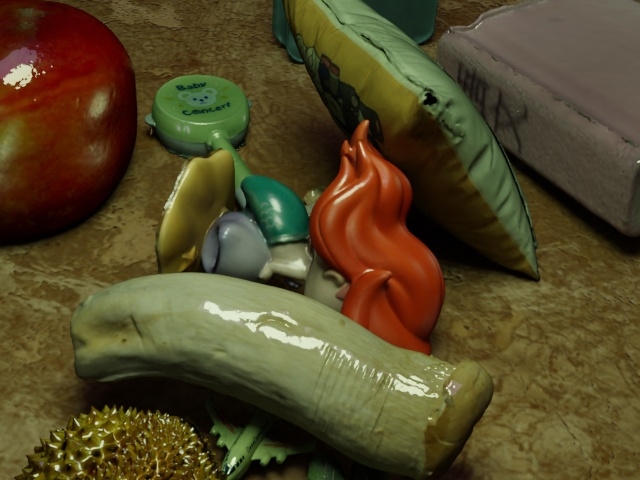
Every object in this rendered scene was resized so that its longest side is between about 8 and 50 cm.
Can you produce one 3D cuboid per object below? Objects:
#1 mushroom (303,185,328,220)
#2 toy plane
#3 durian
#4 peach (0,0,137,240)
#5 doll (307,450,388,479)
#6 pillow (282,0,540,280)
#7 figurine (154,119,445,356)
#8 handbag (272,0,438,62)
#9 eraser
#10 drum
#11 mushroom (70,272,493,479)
[{"bbox_3d":[0.010,-0.044,1.136,0.101,0.019,0.049,-26,49,-34],"label":"mushroom"},{"bbox_3d":[-0.058,0.168,0.861,0.102,0.040,0.111,17,42,14],"label":"toy plane"},{"bbox_3d":[-0.146,0.197,0.749,0.158,0.137,0.168,40,56,6],"label":"durian"},{"bbox_3d":[-0.305,-0.141,1.086,0.248,0.245,0.274,47,35,-1],"label":"peach"},{"bbox_3d":[0.025,0.215,0.799,0.115,0.078,0.150,10,28,-13],"label":"doll"},{"bbox_3d":[0.091,-0.125,1.065,0.119,0.312,0.310,-43,49,1],"label":"pillow"},{"bbox_3d":[-0.003,0.004,0.945,0.257,0.181,0.208,17,62,11],"label":"figurine"},{"bbox_3d":[0.051,-0.338,1.367,0.229,0.179,0.062,-14,45,-20],"label":"handbag"},{"bbox_3d":[0.348,-0.171,1.224,0.272,0.122,0.359,-20,41,-23],"label":"eraser"},{"bbox_3d":[-0.099,-0.112,1.178,0.130,0.049,0.253,-25,49,-32],"label":"drum"},{"bbox_3d":[-0.037,0.101,0.835,0.351,0.095,0.123,14,76,11],"label":"mushroom"}]
